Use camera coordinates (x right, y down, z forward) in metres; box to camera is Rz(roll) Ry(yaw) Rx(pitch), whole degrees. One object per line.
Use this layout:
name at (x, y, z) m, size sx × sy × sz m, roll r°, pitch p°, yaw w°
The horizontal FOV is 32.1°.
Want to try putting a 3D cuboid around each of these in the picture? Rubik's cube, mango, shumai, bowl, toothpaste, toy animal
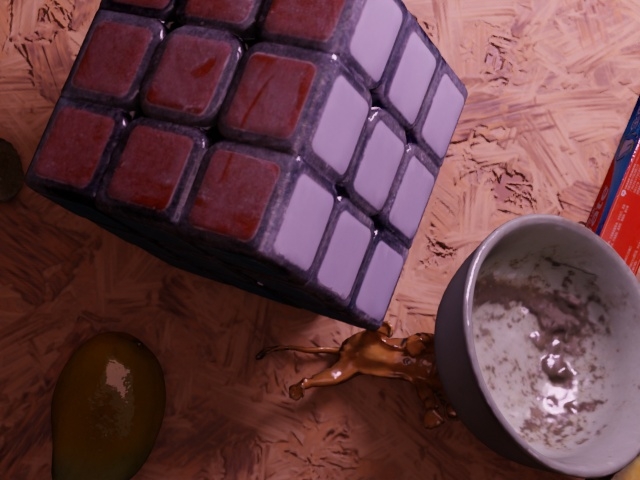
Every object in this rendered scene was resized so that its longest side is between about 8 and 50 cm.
Rubik's cube at (-0.062, -0.110, 1.164) m, size 0.305 × 0.301 × 0.303 m, roll 18°, pitch 80°, yaw 31°
mango at (-0.245, 0.200, 1.257) m, size 0.130 × 0.092 × 0.194 m, roll 25°, pitch 85°, yaw -5°
shumai at (-0.399, -0.074, 1.298) m, size 0.080 × 0.082 × 0.083 m, roll -19°, pitch 68°, yaw 28°
bowl at (0.230, 0.127, 1.239) m, size 0.289 × 0.146 × 0.289 m, roll 12°, pitch 66°, yaw -29°
toothpaste at (0.392, -0.070, 1.375) m, size 0.066 × 0.076 × 0.320 m, roll 26°, pitch 80°, yaw -3°
toy animal at (0.053, 0.139, 1.309) m, size 0.255 × 0.116 × 0.114 m, roll 12°, pitch 94°, yaw 9°

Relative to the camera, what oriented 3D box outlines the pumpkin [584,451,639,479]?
pumpkin at (0.436, 0.376, 1.275) m, size 0.332 × 0.199 × 0.332 m, roll 0°, pitch 83°, yaw 1°
